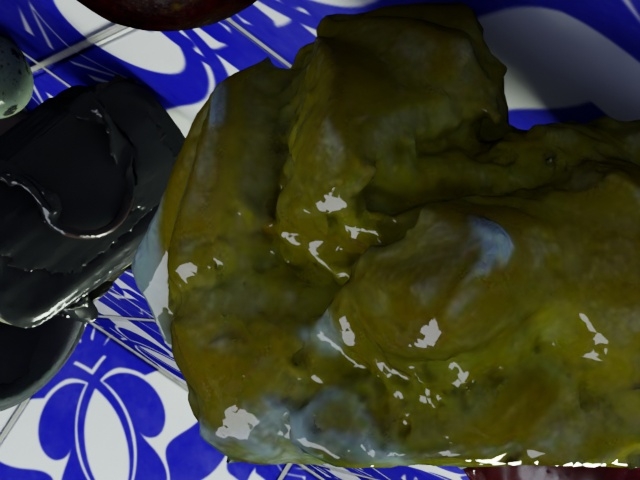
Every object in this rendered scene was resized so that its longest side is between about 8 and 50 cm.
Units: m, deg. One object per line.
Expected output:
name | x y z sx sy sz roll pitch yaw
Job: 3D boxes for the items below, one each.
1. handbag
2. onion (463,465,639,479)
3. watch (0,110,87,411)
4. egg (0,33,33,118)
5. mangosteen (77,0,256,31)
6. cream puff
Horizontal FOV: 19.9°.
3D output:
handbag | -0.238 -0.028 1.685 0.181 0.254 0.181 56 162 -17
onion | 0.219 0.170 1.509 0.246 0.190 0.246 27 -175 -2
watch | -0.375 0.040 2.093 0.314 0.327 0.335 23 165 34
egg | -0.326 -0.161 1.777 0.085 0.085 0.110 24 174 31
mangosteen | -0.075 -0.193 0.916 0.172 0.172 0.184 35 147 -14
cream puff | 0.076 -0.001 1.103 0.378 0.275 0.378 2 175 0
